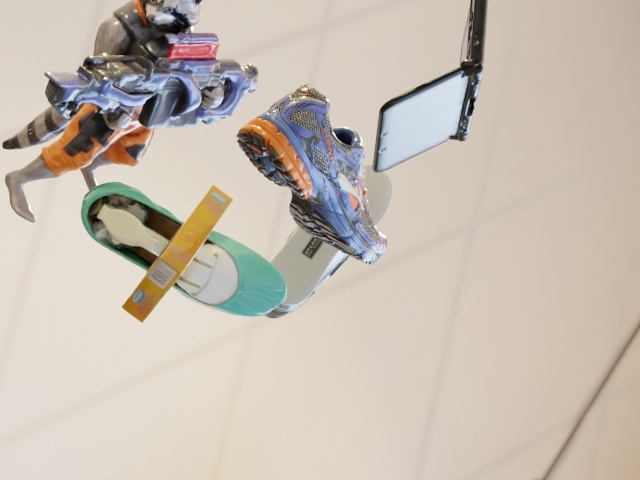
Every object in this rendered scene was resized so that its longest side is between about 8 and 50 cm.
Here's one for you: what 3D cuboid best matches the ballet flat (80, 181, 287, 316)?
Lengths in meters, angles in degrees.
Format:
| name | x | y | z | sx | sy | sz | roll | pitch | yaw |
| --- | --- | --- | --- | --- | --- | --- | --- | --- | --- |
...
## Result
| name | x | y | z | sx | sy | sz | roll | pitch | yaw |
| --- | --- | --- | --- | --- | --- | --- | --- | --- | --- |
| ballet flat | -0.156 | 0.017 | 2.064 | 0.247 | 0.083 | 0.087 | 29 | 14 | 9 |

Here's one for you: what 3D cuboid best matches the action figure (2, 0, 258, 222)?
| name | x | y | z | sx | sy | sz | roll | pitch | yaw |
| --- | --- | --- | --- | --- | --- | --- | --- | --- | --- |
| action figure | -0.253 | -0.176 | 2.205 | 0.178 | 0.330 | 0.341 | 48 | 22 | 24 |

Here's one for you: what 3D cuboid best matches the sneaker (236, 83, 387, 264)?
| name | x | y | z | sx | sy | sz | roll | pitch | yaw |
| --- | --- | --- | --- | --- | --- | --- | --- | --- | --- |
| sneaker | 0.013 | -0.055 | 1.716 | 0.083 | 0.087 | 0.221 | 31 | -15 | 38 |

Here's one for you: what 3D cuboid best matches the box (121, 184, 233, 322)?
| name | x | y | z | sx | sy | sz | roll | pitch | yaw |
| --- | --- | --- | --- | --- | --- | --- | --- | --- | --- |
| box | -0.126 | 0.007 | 1.738 | 0.028 | 0.136 | 0.081 | 36 | -50 | -6 |

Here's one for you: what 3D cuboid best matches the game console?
| name | x | y | z | sx | sy | sz | roll | pitch | yaw |
| --- | --- | --- | --- | --- | --- | --- | --- | --- | --- |
| game console | 0.079 | -0.116 | 1.391 | 0.071 | 0.107 | 0.122 | 6 | -21 | 0 |

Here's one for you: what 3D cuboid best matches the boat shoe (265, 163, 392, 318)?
| name | x | y | z | sx | sy | sz | roll | pitch | yaw |
| --- | --- | --- | --- | --- | --- | --- | --- | --- | --- |
| boat shoe | 0.000 | 0.000 | 2.214 | 0.078 | 0.219 | 0.070 | 40 | -25 | 4 |
